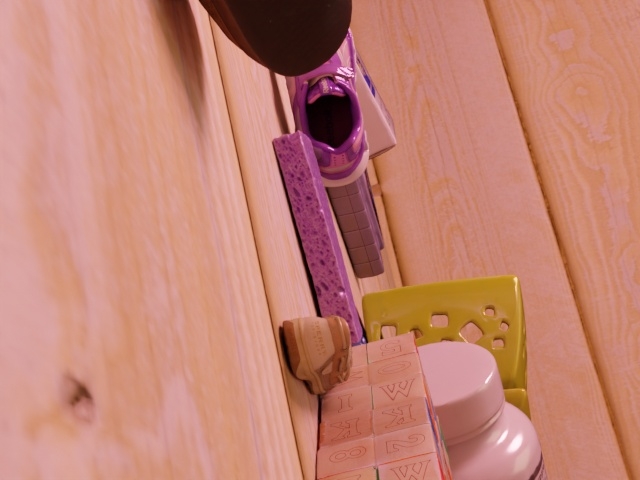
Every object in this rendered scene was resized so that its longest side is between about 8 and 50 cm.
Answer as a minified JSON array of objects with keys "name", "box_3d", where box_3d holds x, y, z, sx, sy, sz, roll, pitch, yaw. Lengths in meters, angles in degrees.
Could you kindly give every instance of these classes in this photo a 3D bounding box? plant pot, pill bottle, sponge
[{"name":"plant pot","box_3d":[0.188,0.202,1.466,0.228,0.227,0.207,69,15,-55]},{"name":"pill bottle","box_3d":[0.150,0.272,1.068,0.176,0.176,0.319,-90,164,-70]},{"name":"sponge","box_3d":[0.000,0.000,1.027,0.117,0.031,0.210,-9,84,-86]}]

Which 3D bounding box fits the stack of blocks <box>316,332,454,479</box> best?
[{"name":"stack of blocks","box_3d":[0.062,0.212,0.793,0.297,0.087,0.171,-88,163,-72]}]

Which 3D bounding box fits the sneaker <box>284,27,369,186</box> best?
[{"name":"sneaker","box_3d":[-0.001,-0.178,1.122,0.104,0.095,0.236,61,15,-86]}]

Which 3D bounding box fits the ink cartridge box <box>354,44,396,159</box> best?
[{"name":"ink cartridge box","box_3d":[-0.002,-0.296,1.416,0.176,0.069,0.371,-82,147,-73]}]

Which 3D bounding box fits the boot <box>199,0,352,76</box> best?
[{"name":"boot","box_3d":[-0.085,-0.237,0.606,0.115,0.112,0.305,36,-23,47]}]

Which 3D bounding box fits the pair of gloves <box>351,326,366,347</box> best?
[{"name":"pair of gloves","box_3d":[0.062,0.193,1.206,0.198,0.023,0.159,70,6,-53]}]

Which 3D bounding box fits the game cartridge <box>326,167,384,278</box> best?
[{"name":"game cartridge","box_3d":[0.038,-0.137,1.656,0.230,0.068,0.355,64,12,-45]}]

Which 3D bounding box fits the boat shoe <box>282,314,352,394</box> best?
[{"name":"boat shoe","box_3d":[0.008,0.083,0.789,0.153,0.048,0.056,58,18,-72]}]
